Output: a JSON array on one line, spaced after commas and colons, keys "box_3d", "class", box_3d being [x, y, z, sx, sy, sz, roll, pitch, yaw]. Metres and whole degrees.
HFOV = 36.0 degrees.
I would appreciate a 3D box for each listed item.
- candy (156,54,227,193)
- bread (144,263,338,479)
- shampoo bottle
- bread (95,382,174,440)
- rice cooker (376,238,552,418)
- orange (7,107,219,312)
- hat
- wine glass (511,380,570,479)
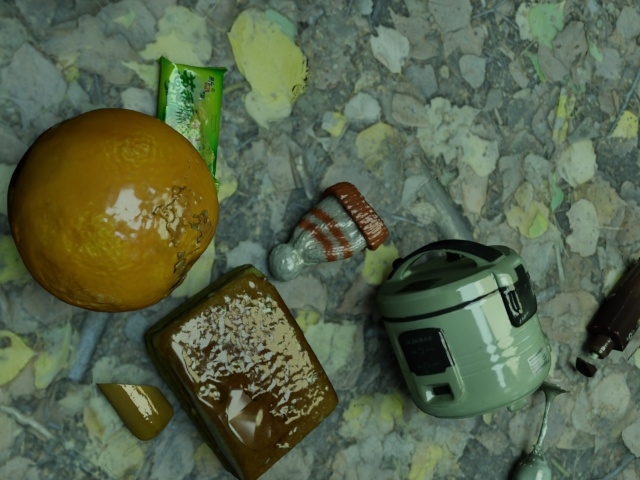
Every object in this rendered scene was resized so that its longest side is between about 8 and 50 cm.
[{"box_3d": [-0.176, -0.155, 1.322, 0.102, 0.032, 0.178, 6, 85, -26], "class": "candy"}, {"box_3d": [-0.102, 0.173, 1.300, 0.184, 0.110, 0.234, -37, 103, -24], "class": "bread"}, {"box_3d": [0.495, 0.126, 1.624, 0.236, 0.067, 0.068, -51, 118, -20], "class": "shampoo bottle"}, {"box_3d": [-0.234, 0.205, 1.267, 0.062, 0.049, 0.103, -38, 106, -23], "class": "bread"}, {"box_3d": [0.201, 0.118, 1.393, 0.226, 0.226, 0.244, -20, 97, -26], "class": "rice cooker"}, {"box_3d": [-0.244, -0.036, 1.170, 0.246, 0.246, 0.246, 1, 87, -27], "class": "orange"}, {"box_3d": [0.000, 0.000, 1.374, 0.162, 0.093, 0.112, -33, 76, -18], "class": "hat"}, {"box_3d": [0.332, 0.351, 1.535, 0.074, 0.074, 0.262, 17, 81, -25], "class": "wine glass"}]
